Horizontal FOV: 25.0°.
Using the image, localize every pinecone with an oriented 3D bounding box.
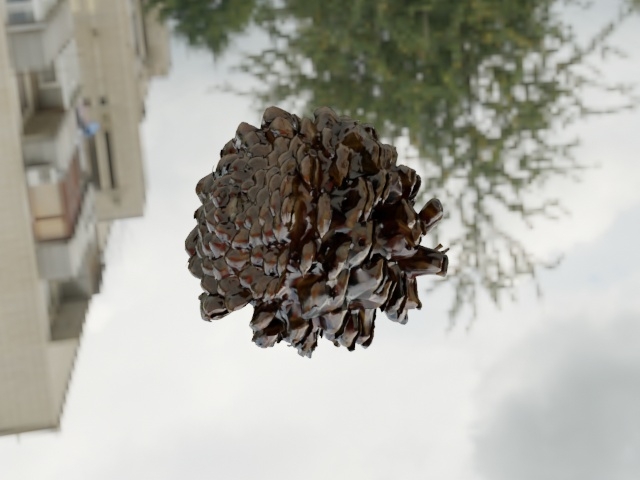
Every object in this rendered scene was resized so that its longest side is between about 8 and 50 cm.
[{"bbox_3d":[0.000,0.000,1.213,0.221,0.221,0.221,-4,-164,1],"label":"pinecone"}]
